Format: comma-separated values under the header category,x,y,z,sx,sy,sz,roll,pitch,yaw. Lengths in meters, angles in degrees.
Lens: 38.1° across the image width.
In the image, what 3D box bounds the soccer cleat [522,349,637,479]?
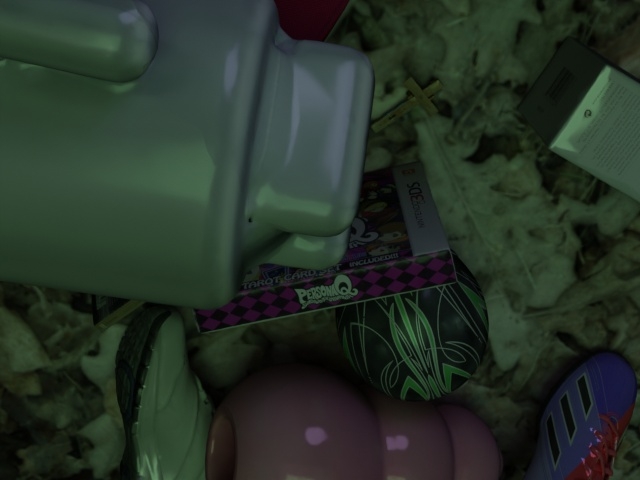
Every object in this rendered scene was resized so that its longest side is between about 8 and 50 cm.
category,x,y,z,sx,sy,sz,roll,pitch,yaw
soccer cleat,0.272,0.263,1.002,0.109,0.116,0.318,37,77,-11

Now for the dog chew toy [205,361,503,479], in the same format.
category,x,y,z,sx,sy,sz,roll,pitch,yaw
dog chew toy,0.049,0.239,1.006,0.332,0.206,0.206,6,115,-23

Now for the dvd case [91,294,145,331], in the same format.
category,x,y,z,sx,sy,sz,roll,pitch,yaw
dvd case,-0.137,-0.029,0.899,0.221,0.164,0.018,-34,132,14

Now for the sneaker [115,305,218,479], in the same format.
category,x,y,z,sx,sy,sz,roll,pitch,yaw
sneaker,-0.163,0.204,1.049,0.129,0.111,0.297,-6,117,-20

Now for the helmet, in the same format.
category,x,y,z,sx,sy,sz,roll,pitch,yaw
helmet,0.092,0.080,0.942,0.170,0.161,0.169,0,96,4

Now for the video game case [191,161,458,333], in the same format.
category,x,y,z,sx,sy,sz,roll,pitch,yaw
video game case,0.000,0.000,0.886,0.232,0.210,0.041,-11,115,5

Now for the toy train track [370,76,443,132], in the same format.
category,x,y,z,sx,sy,sz,roll,pitch,yaw
toy train track,0.086,-0.137,0.935,0.083,0.014,0.048,-34,118,19

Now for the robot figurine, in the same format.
category,x,y,z,sx,sy,sz,roll,pitch,yaw
robot figurine,-0.149,-0.069,0.563,0.354,0.300,0.199,8,69,-1

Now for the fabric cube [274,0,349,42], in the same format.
category,x,y,z,sx,sy,sz,roll,pitch,yaw
fabric cube,-0.136,-0.211,0.738,0.259,0.254,0.258,30,124,-14

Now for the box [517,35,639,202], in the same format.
category,x,y,z,sx,sy,sz,roll,pitch,yaw
box,0.295,-0.104,0.888,0.171,0.130,0.091,28,110,-12
